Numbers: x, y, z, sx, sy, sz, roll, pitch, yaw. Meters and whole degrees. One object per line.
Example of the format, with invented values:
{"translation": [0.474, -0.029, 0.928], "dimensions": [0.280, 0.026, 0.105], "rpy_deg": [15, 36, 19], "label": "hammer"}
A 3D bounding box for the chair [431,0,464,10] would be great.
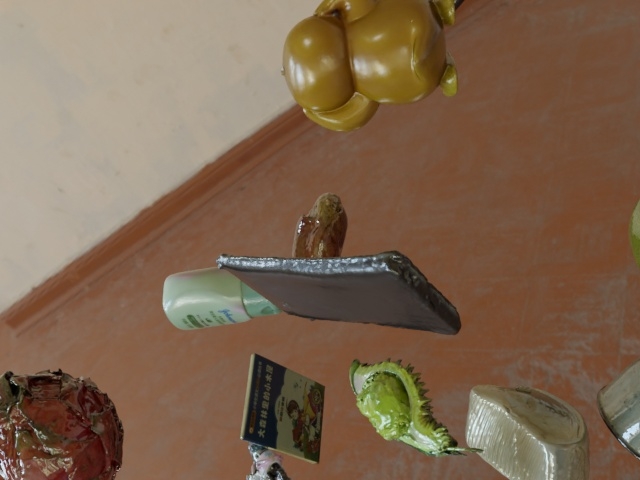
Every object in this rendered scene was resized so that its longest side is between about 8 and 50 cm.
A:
{"translation": [0.131, -0.523, 1.145], "dimensions": [0.226, 0.401, 0.227], "rpy_deg": [-33, 36, 29], "label": "chair"}

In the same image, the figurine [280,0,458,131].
{"translation": [0.072, -0.259, 0.886], "dimensions": [0.228, 0.215, 0.215], "rpy_deg": [3, 49, 27], "label": "figurine"}

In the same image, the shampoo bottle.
{"translation": [-0.248, 0.151, 1.780], "dimensions": [0.349, 0.222, 0.151], "rpy_deg": [-10, 56, 10], "label": "shampoo bottle"}

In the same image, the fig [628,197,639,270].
{"translation": [0.822, 0.004, 1.379], "dimensions": [0.316, 0.316, 0.316], "rpy_deg": [-23, 36, 18], "label": "fig"}

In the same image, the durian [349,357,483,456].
{"translation": [0.141, 0.295, 1.166], "dimensions": [0.132, 0.107, 0.375], "rpy_deg": [-45, 30, -10], "label": "durian"}

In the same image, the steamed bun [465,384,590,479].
{"translation": [0.614, 0.563, 1.836], "dimensions": [0.236, 0.247, 0.383], "rpy_deg": [-8, 17, -27], "label": "steamed bun"}

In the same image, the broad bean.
{"translation": [-0.003, 0.000, 1.492], "dimensions": [0.121, 0.156, 0.229], "rpy_deg": [8, 90, 4], "label": "broad bean"}

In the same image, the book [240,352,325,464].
{"translation": [-0.092, 0.465, 1.744], "dimensions": [0.018, 0.322, 0.229], "rpy_deg": [-16, 55, 33], "label": "book"}

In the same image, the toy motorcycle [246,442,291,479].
{"translation": [-0.144, 0.630, 1.717], "dimensions": [0.239, 0.108, 0.204], "rpy_deg": [-54, 51, 35], "label": "toy motorcycle"}

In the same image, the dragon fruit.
{"translation": [-0.486, 0.354, 1.145], "dimensions": [0.244, 0.299, 0.244], "rpy_deg": [-25, 28, 14], "label": "dragon fruit"}

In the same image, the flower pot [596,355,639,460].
{"translation": [0.952, 0.406, 1.671], "dimensions": [0.294, 0.293, 0.330], "rpy_deg": [-95, 27, -52], "label": "flower pot"}

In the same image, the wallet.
{"translation": [0.012, 0.056, 0.716], "dimensions": [0.285, 0.146, 0.030], "rpy_deg": [0, 56, 46], "label": "wallet"}
